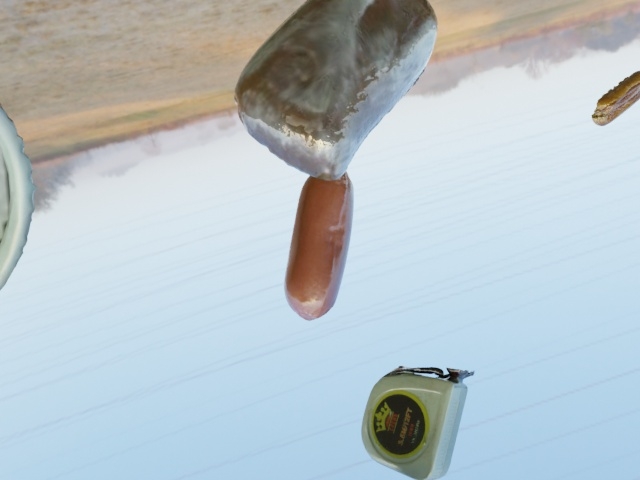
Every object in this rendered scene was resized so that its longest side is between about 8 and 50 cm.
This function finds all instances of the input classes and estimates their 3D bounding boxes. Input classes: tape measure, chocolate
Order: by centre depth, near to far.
[{"bbox_3d":[0.023,-0.199,0.600,0.254,0.157,0.080,-53,176,-17],"label":"chocolate"},{"bbox_3d":[0.194,0.357,1.185,0.207,0.235,0.115,10,170,41],"label":"tape measure"}]

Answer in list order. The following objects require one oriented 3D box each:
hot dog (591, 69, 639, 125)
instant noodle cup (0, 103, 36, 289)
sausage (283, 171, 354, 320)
[{"bbox_3d":[0.628,-0.299,1.180,0.165,0.071,0.045,-36,-126,-20],"label":"hot dog"},{"bbox_3d":[-0.379,-0.067,0.404,0.340,0.340,0.266,-26,-143,-33],"label":"instant noodle cup"},{"bbox_3d":[0.000,0.000,0.683,0.077,0.194,0.077,9,166,2],"label":"sausage"}]
